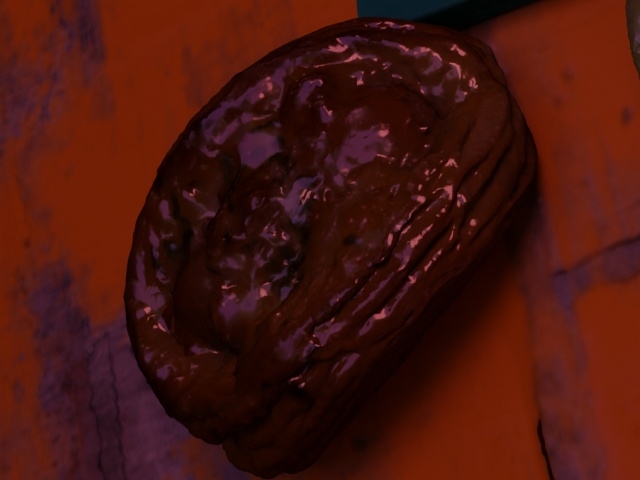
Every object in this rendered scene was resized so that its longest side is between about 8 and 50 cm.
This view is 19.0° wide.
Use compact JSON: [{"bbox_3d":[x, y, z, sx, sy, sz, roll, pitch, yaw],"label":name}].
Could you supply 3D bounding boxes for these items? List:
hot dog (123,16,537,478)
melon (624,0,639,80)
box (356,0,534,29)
[{"bbox_3d":[0.000,0.000,1.066,0.272,0.122,0.196,-50,54,23],"label":"hot dog"},{"bbox_3d":[0.234,-0.077,0.924,0.118,0.064,0.209,-52,51,20],"label":"melon"},{"bbox_3d":[0.083,-0.238,1.095,0.161,0.042,0.226,-15,72,36],"label":"box"}]
